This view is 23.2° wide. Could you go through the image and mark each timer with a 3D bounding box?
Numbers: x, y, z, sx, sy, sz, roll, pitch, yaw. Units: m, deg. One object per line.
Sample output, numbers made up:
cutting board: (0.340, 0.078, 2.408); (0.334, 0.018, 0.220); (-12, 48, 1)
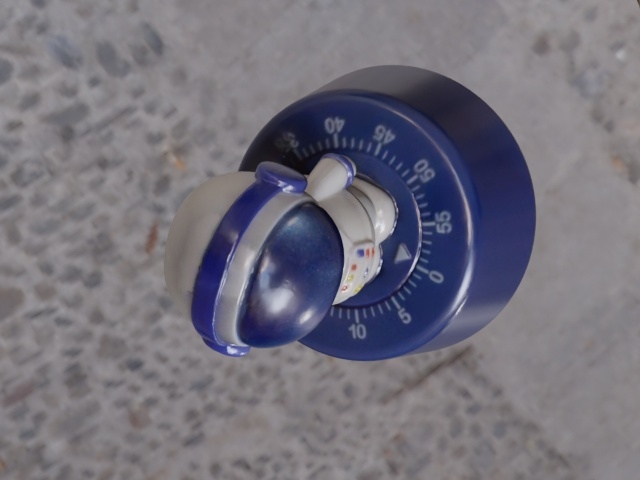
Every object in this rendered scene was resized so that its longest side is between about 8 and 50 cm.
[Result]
timer: (0.000, 0.000, 1.298); (0.270, 0.270, 0.383); (-57, 165, 22)

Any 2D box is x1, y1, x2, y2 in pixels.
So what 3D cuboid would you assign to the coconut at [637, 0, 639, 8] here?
coconut: (0.269, -0.154, 0.397); (0.415, 0.344, 0.415); (-47, 153, -32)
